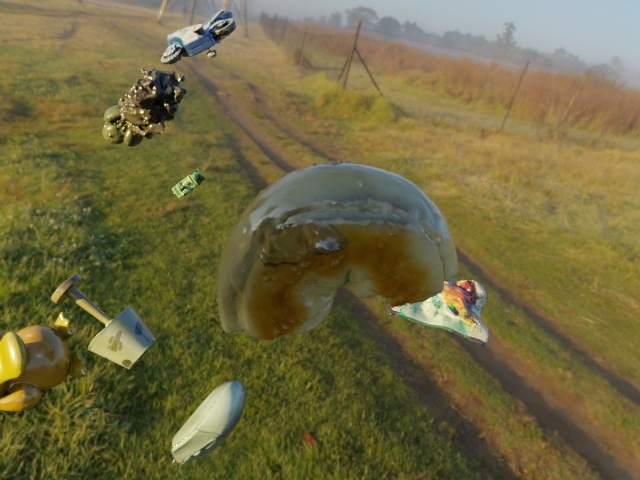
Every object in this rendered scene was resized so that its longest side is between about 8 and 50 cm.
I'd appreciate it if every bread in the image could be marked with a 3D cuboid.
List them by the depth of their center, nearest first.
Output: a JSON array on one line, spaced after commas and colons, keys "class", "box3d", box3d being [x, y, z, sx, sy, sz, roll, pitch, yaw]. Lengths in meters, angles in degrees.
[{"class": "bread", "box3d": [-0.005, -0.002, 0.593, 0.314, 0.192, 0.171, -21, 34, 8]}]

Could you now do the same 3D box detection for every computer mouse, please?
[{"class": "computer mouse", "box3d": [-0.243, 0.418, 1.057, 0.068, 0.229, 0.113, 31, -10, 42]}]

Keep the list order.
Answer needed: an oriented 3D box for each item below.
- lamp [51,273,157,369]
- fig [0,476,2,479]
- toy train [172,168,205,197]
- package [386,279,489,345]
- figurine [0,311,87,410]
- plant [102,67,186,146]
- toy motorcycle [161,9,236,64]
[{"class": "lamp", "box3d": [-0.448, 0.168, 0.981, 0.214, 0.121, 0.121, 41, 22, -5]}, {"class": "fig", "box3d": [-0.734, 0.579, 1.068, 0.149, 0.245, 0.149, 1, 16, 0]}, {"class": "toy train", "box3d": [-0.317, -0.136, 1.140, 0.033, 0.083, 0.053, 53, -12, -9]}, {"class": "package", "box3d": [0.267, 0.129, 1.038, 0.232, 0.040, 0.166, 22, 50, -1]}, {"class": "figurine", "box3d": [-0.664, 0.272, 1.040, 0.215, 0.215, 0.228, 22, 1, 17]}, {"class": "plant", "box3d": [-0.255, -0.180, 0.673, 0.174, 0.087, 0.085, -20, 11, 37]}, {"class": "toy motorcycle", "box3d": [-0.301, -0.495, 1.159, 0.205, 0.076, 0.114, -26, 45, 3]}]
